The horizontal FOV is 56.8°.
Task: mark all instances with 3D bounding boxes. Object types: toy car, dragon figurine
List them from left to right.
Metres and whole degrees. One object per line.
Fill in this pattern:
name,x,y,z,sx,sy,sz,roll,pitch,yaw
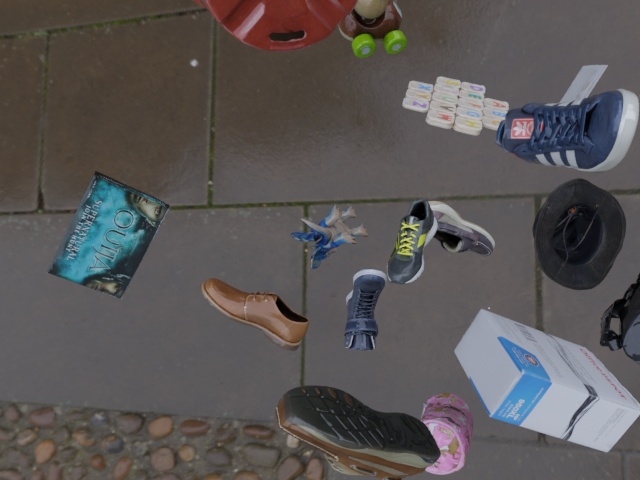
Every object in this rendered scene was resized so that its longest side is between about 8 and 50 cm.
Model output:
dragon figurine,0.000,0.000,1.163,0.144,0.289,0.085,-33,87,22
toy car,0.124,-0.525,1.292,0.149,0.188,0.155,-12,67,-16

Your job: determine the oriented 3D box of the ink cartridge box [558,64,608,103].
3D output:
ink cartridge box,0.631,-0.347,1.419,0.045,0.179,0.145,28,107,-4

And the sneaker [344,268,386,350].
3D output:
sneaker,0.110,0.177,1.442,0.086,0.226,0.163,6,59,-4

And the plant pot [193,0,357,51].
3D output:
plant pot,-0.076,-0.386,0.765,0.272,0.272,0.265,-36,41,9

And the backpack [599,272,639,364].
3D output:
backpack,0.426,0.089,0.722,0.115,0.182,0.152,38,102,21

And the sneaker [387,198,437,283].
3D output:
sneaker,0.074,-0.001,0.498,0.031,0.035,0.083,5,49,27

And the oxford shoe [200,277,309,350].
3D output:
oxford shoe,-0.117,0.116,1.083,0.212,0.076,0.076,28,115,-5

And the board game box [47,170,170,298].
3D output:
board game box,-0.340,-0.004,0.954,0.126,0.026,0.186,25,108,-23

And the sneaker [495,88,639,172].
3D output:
sneaker,0.407,-0.189,1.034,0.148,0.350,0.131,10,90,-2

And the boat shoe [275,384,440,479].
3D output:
boat shoe,0.061,0.356,1.032,0.324,0.122,0.120,26,114,-24

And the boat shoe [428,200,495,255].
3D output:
boat shoe,0.362,-0.011,1.588,0.103,0.285,0.092,-6,62,48

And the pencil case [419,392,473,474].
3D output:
pencil case,0.378,0.585,1.822,0.167,0.386,0.160,-14,85,16

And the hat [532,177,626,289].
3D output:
hat,0.707,-0.019,1.706,0.331,0.134,0.331,-3,97,-22

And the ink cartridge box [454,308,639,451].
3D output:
ink cartridge box,0.608,0.379,1.616,0.395,0.285,0.166,20,111,-17

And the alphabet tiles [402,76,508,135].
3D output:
alphabet tiles,0.363,-0.364,1.575,0.278,0.284,0.021,16,129,6
